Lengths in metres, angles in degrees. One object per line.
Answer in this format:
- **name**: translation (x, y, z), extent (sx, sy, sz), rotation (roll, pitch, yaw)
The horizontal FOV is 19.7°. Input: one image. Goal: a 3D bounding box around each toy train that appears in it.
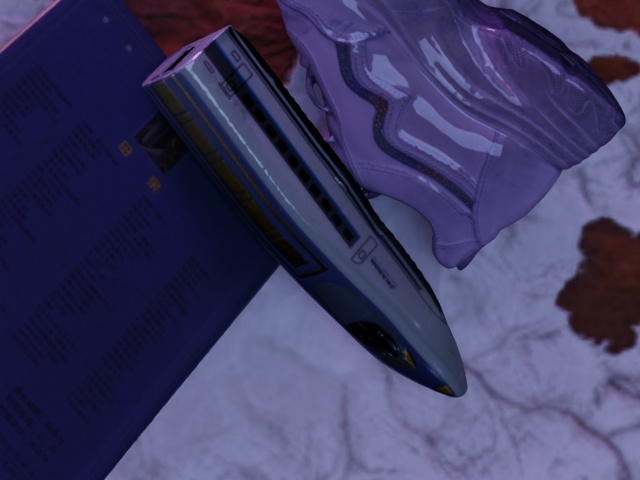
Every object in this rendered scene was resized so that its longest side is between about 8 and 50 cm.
- **toy train**: translation (0.000, 0.000, 0.996), extent (0.252, 0.055, 0.048), rotation (53, 47, -15)

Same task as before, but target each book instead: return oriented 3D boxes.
- **book**: translation (-0.132, 0.005, 0.924), extent (0.191, 0.025, 0.269), rotation (53, 45, -15)

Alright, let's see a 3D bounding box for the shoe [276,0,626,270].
- **shoe**: translation (0.033, -0.092, 0.999), extent (0.245, 0.095, 0.137), rotation (35, 105, -7)
